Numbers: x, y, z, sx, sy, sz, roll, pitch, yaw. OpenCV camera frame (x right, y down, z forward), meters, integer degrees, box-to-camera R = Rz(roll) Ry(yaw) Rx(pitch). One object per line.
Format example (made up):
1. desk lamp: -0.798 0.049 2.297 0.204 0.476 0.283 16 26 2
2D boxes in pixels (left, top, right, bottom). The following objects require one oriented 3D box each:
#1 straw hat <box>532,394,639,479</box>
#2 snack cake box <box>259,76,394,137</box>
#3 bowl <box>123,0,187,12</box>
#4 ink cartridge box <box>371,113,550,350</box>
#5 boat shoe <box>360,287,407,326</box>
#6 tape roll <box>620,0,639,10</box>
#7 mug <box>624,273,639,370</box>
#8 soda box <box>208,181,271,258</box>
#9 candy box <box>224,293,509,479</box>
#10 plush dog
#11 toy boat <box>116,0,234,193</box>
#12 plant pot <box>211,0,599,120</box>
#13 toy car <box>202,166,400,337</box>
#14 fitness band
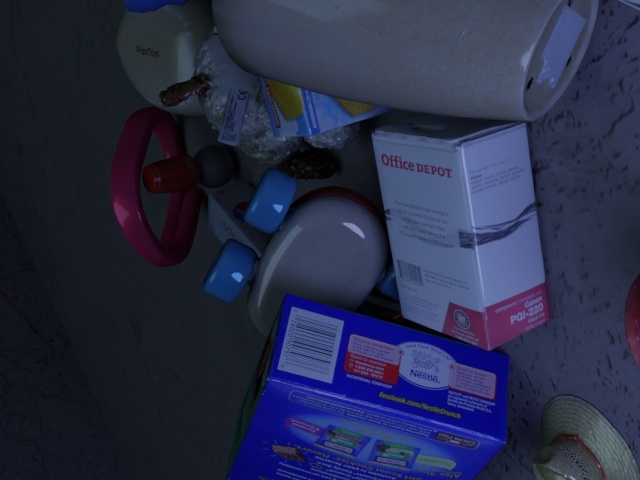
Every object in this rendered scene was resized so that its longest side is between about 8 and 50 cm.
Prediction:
1. straw hat: 0.255 0.235 1.079 0.144 0.061 0.144 42 142 44
2. snack cake box: 0.001 -0.257 1.133 0.089 0.152 0.264 7 114 61
3. bowl: -0.186 -0.466 1.244 0.391 0.077 0.391 -177 90 -84
4. ink cartridge box: 0.144 -0.017 1.089 0.158 0.092 0.218 18 125 58
5. boat shoe: 0.066 0.082 1.358 0.043 0.049 0.137 -60 36 2
6. tape roll: 0.247 -0.350 0.694 0.392 0.072 0.392 41 142 44
7. mug: 0.342 0.059 0.784 0.169 0.150 0.113 -27 47 59
8. soda box: -0.086 0.003 1.556 0.216 0.074 0.069 47 145 39
9. candy box: 0.044 0.220 1.243 0.317 0.268 0.122 112 172 -52
10. plush dog: -0.079 -0.175 1.334 0.262 0.210 0.225 62 179 20
11. toy boat: -0.197 -0.223 1.569 0.267 0.148 0.318 29 124 47
12. plant pot: 0.092 -0.217 0.922 0.274 0.256 0.256 28 135 26
13. toy car: 0.000 0.000 1.312 0.210 0.219 0.238 -59 10 25
14. fitness band: -0.264 -0.088 1.698 0.291 0.054 0.209 -86 -23 -46
